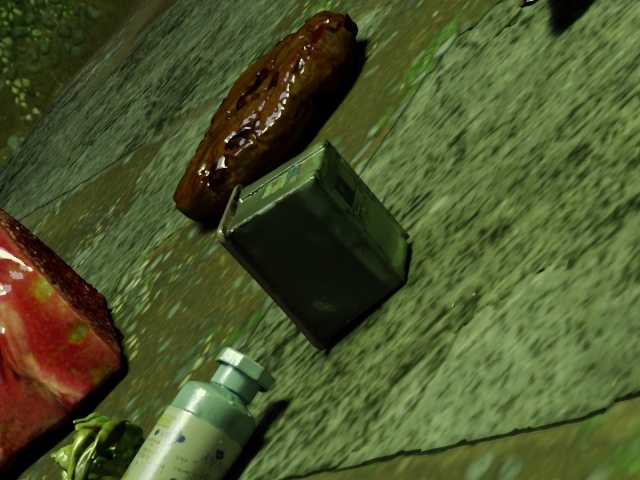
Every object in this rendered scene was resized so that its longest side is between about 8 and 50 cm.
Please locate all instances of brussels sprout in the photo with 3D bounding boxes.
[{"bbox_3d":[-0.115,0.131,0.986,0.058,0.085,0.085,13,55,33],"label":"brussels sprout"}]

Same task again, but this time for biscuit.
[{"bbox_3d":[-0.043,-0.094,1.386,0.192,0.049,0.192,-46,10,11],"label":"biscuit"}]

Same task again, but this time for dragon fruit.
[{"bbox_3d":[-0.229,0.062,1.369,0.163,0.189,0.262,-18,10,-5],"label":"dragon fruit"}]

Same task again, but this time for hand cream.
[{"bbox_3d":[-0.082,0.129,0.930,0.171,0.043,0.065,-55,16,-15],"label":"hand cream"}]

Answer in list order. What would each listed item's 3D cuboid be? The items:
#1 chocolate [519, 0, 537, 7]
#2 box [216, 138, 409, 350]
[{"bbox_3d":[0.179,-0.187,1.025,0.182,0.028,0.086,-43,8,17],"label":"chocolate"},{"bbox_3d":[0.000,0.000,0.956,0.063,0.085,0.060,-34,17,20],"label":"box"}]
